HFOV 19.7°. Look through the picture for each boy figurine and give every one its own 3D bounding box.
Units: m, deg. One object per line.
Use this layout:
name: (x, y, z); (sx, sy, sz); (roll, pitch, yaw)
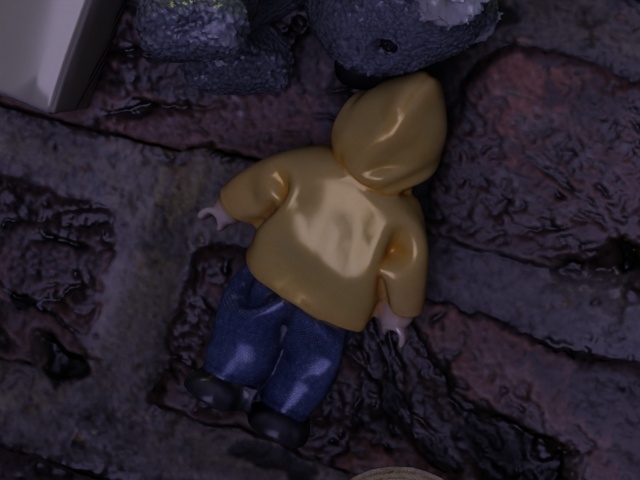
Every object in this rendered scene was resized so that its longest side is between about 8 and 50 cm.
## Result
boy figurine: (0.000, 0.000, 1.327); (0.177, 0.092, 0.285); (26, 99, 6)

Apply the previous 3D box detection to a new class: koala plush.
koala plush: (0.017, -0.185, 1.259); (0.221, 0.196, 0.203); (16, 89, 11)

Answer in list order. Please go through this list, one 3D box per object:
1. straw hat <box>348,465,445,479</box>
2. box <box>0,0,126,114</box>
straw hat: (0.058, 0.242, 1.358); (0.144, 0.061, 0.144); (1, 97, 10)
box: (-0.183, -0.237, 1.330); (0.113, 0.094, 0.275); (23, 100, 7)
